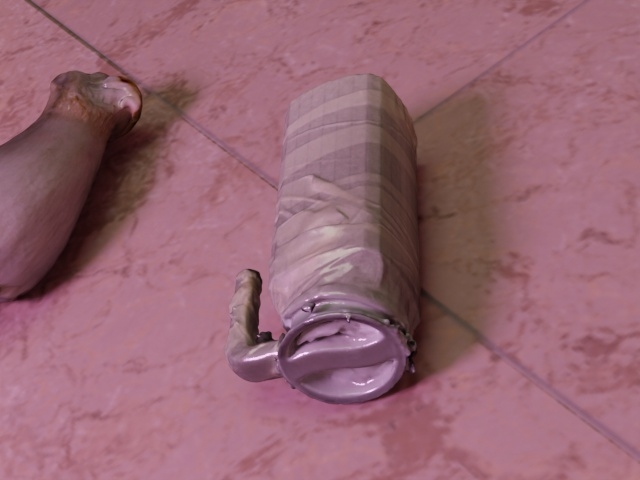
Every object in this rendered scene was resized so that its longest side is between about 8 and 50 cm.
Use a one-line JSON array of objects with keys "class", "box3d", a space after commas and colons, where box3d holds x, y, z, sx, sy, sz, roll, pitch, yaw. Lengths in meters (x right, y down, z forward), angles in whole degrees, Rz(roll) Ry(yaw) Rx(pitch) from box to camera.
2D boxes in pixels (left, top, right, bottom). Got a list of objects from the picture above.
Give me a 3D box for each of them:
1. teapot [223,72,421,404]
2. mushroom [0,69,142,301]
[{"class": "teapot", "box3d": [0.000, 0.000, 0.772, 0.107, 0.077, 0.200, -16, 38, 16]}, {"class": "mushroom", "box3d": [-0.200, -0.037, 0.912, 0.116, 0.093, 0.225, -11, 40, 51]}]
